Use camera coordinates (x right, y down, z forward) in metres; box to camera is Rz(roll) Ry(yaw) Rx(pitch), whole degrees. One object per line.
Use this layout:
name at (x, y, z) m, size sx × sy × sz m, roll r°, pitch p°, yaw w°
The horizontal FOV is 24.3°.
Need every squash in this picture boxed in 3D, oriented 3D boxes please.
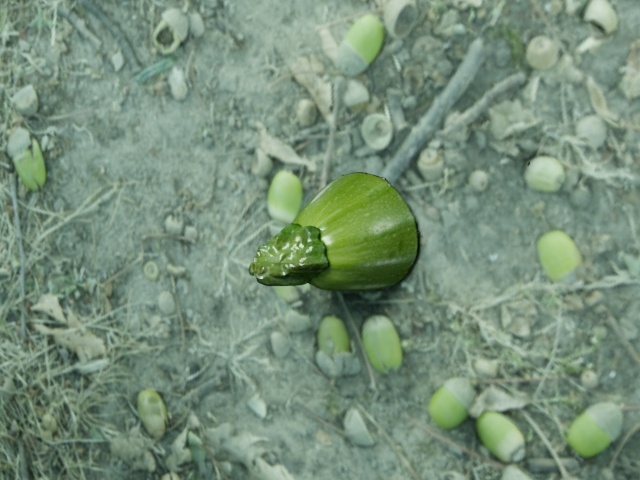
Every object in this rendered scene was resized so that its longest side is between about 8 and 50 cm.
squash at (0.004, 0.005, 1.204) m, size 0.105 × 0.132 × 0.105 m, roll 8°, pitch 106°, yaw 31°
